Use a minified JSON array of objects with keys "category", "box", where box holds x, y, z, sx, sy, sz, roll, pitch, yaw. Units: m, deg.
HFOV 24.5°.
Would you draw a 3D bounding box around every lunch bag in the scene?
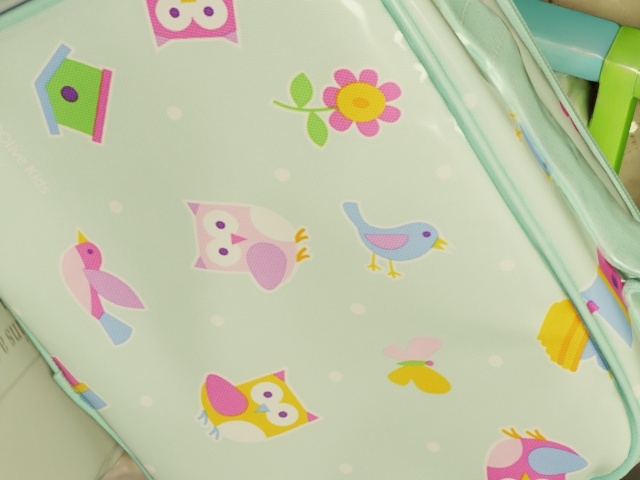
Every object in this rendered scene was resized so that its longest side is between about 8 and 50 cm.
[{"category":"lunch bag","box":[-0.001,-0.008,0.559,0.224,0.108,0.279,-22,118,26]}]

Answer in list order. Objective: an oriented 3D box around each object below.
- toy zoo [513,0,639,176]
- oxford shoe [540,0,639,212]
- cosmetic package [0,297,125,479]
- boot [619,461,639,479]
[{"category":"toy zoo","box":[0.041,-0.035,0.673,0.293,0.030,0.192,18,136,15]},{"category":"oxford shoe","box":[0.096,-0.138,0.660,0.130,0.123,0.348,-15,105,12]},{"category":"cosmetic package","box":[-0.309,-0.011,0.624,0.327,0.329,0.393,-28,99,10]},{"category":"boot","box":[0.152,0.072,0.749,0.198,0.077,0.137,27,86,4]}]
